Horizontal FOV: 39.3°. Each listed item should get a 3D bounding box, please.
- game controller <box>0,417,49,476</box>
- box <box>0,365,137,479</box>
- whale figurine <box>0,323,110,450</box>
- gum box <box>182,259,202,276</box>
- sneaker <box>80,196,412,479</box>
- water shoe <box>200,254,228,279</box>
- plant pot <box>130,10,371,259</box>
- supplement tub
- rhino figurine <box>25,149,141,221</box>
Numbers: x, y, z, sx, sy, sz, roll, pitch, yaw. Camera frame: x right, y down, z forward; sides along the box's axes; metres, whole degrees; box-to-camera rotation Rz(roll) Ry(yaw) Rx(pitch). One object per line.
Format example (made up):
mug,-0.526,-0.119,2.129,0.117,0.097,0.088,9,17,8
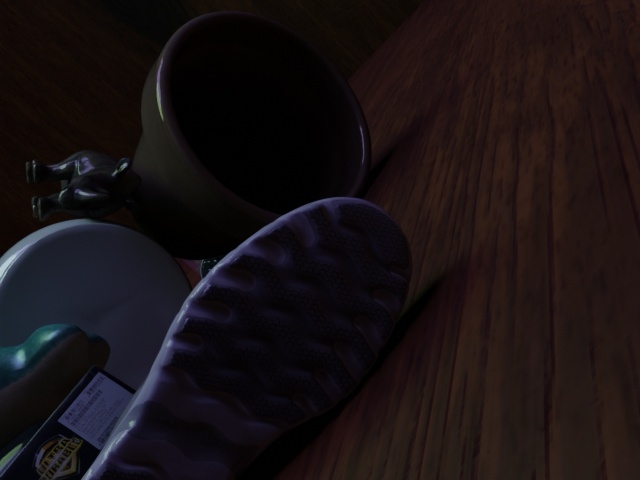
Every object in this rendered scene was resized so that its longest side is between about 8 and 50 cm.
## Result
game controller,-0.272,0.252,0.786,0.166,0.067,0.319,-37,-12,-27
box,-0.198,0.209,0.632,0.175,0.051,0.220,-54,-6,-36
whale figurine,-0.318,0.148,0.772,0.272,0.141,0.216,-39,-12,-5
gum box,-0.196,-0.002,1.573,0.062,0.107,0.188,-52,10,-29
sneaker,-0.060,0.083,0.542,0.281,0.105,0.115,-48,9,1
water shoe,-0.067,-0.004,1.160,0.203,0.073,0.080,-43,-15,14
plant pot,-0.110,-0.090,1.018,0.229,0.263,0.263,-35,15,48
supplement tub,-0.276,0.105,1.047,0.241,0.241,0.331,-50,9,-19
rhino figurine,-0.243,-0.057,0.936,0.106,0.073,0.243,-8,9,-21
